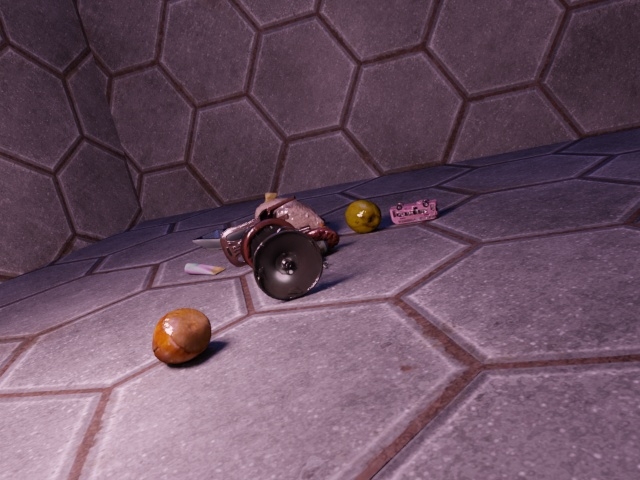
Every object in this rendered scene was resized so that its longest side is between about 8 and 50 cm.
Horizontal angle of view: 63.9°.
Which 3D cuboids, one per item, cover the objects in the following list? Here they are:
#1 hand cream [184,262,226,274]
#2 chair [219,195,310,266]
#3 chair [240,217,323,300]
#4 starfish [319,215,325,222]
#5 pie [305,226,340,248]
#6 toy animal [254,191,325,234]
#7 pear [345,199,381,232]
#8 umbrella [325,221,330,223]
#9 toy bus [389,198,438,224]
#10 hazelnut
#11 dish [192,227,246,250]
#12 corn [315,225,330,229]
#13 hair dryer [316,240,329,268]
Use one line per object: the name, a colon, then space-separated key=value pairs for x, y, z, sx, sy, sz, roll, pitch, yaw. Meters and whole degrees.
hand cream: x=-0.492 y=0.124 z=2.174 sx=0.174 sy=0.047 sz=0.076 roll=4 pitch=18 yaw=27
chair: x=-0.233 y=-0.031 z=2.142 sx=0.327 sy=0.175 sz=0.183 roll=-19 pitch=19 yaw=19
chair: x=-0.148 y=0.045 z=1.757 sx=0.227 sy=0.226 sz=0.401 roll=-16 pitch=13 yaw=-12
starfish: x=-0.079 y=-0.093 z=2.474 sx=0.190 sy=0.074 sz=0.146 roll=8 pitch=32 yaw=10
pie: x=0.000 y=0.000 z=2.033 sx=0.155 sy=0.154 sz=0.036 roll=-13 pitch=54 yaw=2
toy animal: x=-0.153 y=-0.089 z=2.307 sx=0.359 sy=0.226 sz=0.188 roll=-1 pitch=56 yaw=25
pear: x=0.184 y=-0.102 z=2.205 sx=0.149 sy=0.148 sz=0.162 roll=-21 pitch=16 yaw=-29
umbrella: x=-0.068 y=-0.056 z=2.522 sx=0.269 sy=0.044 sz=0.044 roll=-10 pitch=-15 yaw=-26
toy bus: x=0.402 y=-0.124 z=2.200 sx=0.203 sy=0.090 sz=0.063 roll=-9 pitch=14 yaw=20
hazelnut: x=-0.361 y=0.257 z=1.339 sx=0.150 sy=0.150 sz=0.150 roll=-13 pitch=13 yaw=3
dish: x=-0.502 y=-0.002 z=2.600 sx=0.243 sy=0.080 sz=0.182 roll=-4 pitch=16 yaw=40
corn: x=-0.040 y=0.004 z=2.154 sx=0.080 sy=0.079 sz=0.237 roll=0 pitch=22 yaw=44
hair dryer: x=-0.047 y=0.080 z=1.936 sx=0.167 sy=0.067 sz=0.199 roll=-20 pitch=27 yaw=10
